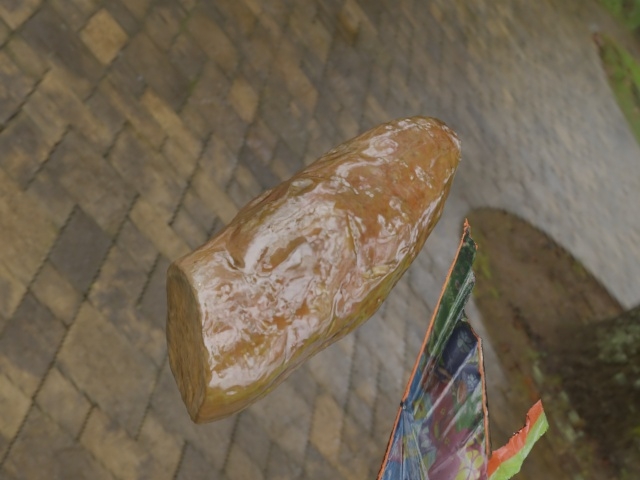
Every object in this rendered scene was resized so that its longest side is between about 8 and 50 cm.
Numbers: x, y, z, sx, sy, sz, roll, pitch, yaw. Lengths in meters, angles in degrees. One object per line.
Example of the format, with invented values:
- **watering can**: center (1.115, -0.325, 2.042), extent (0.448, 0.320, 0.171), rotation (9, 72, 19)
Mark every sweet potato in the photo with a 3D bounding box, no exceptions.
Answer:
- **sweet potato**: center (0.000, 0.000, 0.639), extent (0.097, 0.097, 0.251), rotation (52, 56, -10)

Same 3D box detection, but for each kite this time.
- **kite**: center (0.047, 0.089, 0.405), extent (0.159, 0.010, 0.190), rotation (-13, 101, -54)
